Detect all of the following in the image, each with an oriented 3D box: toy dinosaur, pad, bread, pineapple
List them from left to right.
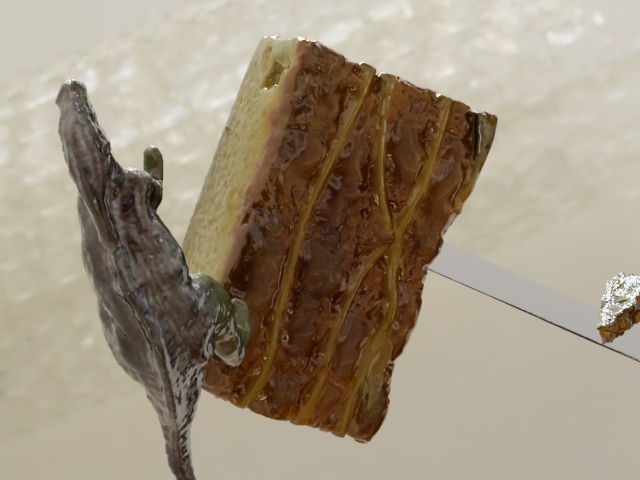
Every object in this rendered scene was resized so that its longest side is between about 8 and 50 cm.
[{"bbox_3d":[-0.114,0.019,1.144,0.162,0.077,0.294,-93,-22,-60],"label":"toy dinosaur"},{"bbox_3d":[0.000,0.000,1.358,0.185,0.114,0.274,20,-87,-25],"label":"bread"},{"bbox_3d":[0.224,0.061,1.889,0.300,0.005,0.202,24,-169,0],"label":"pad"},{"bbox_3d":[0.236,0.047,1.377,0.019,0.045,0.083,59,-151,-20],"label":"pineapple"}]
